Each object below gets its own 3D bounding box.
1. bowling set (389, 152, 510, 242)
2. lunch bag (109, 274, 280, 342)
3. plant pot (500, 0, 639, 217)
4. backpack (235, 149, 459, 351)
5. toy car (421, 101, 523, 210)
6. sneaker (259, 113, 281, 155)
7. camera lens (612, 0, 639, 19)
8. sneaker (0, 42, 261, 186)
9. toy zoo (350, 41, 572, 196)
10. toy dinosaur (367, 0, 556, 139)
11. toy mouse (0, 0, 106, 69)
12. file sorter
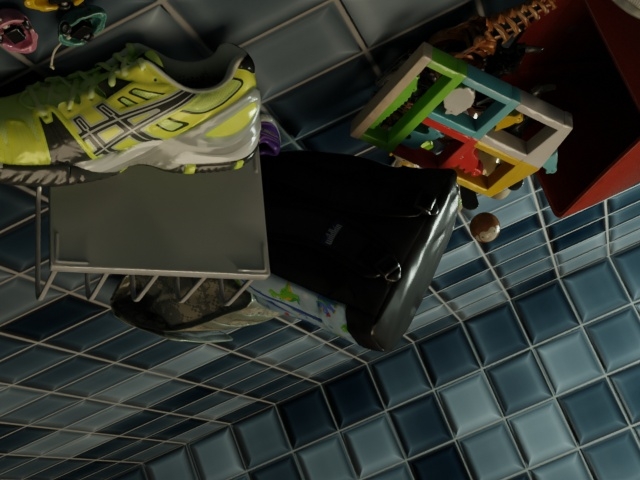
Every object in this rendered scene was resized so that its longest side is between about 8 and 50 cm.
[{"bbox_3d":[0.278,-0.112,1.835,0.287,0.199,0.154,-24,161,-6],"label":"bowling set"},{"bbox_3d":[-0.203,0.097,1.912,0.287,0.168,0.235,-21,167,22],"label":"lunch bag"},{"bbox_3d":[0.455,-0.224,1.566,0.236,0.267,0.267,-11,159,-21],"label":"plant pot"},{"bbox_3d":[0.000,0.000,1.579,0.290,0.356,0.273,-63,160,-22],"label":"backpack"},{"bbox_3d":[0.237,-0.146,1.685,0.155,0.188,0.149,-25,162,8],"label":"toy car"},{"bbox_3d":[-0.133,-0.131,1.491,0.170,0.071,0.068,-14,160,-20],"label":"sneaker"},{"bbox_3d":[0.428,-0.386,1.179,0.219,0.219,0.274,-20,161,-8],"label":"camera lens"},{"bbox_3d":[-0.253,-0.160,1.235,0.385,0.145,0.147,-10,127,-27],"label":"sneaker"},{"bbox_3d":[0.215,-0.155,1.495,0.293,0.030,0.192,22,141,-21],"label":"toy zoo"},{"bbox_3d":[0.207,-0.232,1.500,0.218,0.164,0.322,14,165,-35],"label":"toy dinosaur"},{"bbox_3d":[-0.285,-0.229,1.103,0.161,0.031,0.143,-16,161,-16],"label":"toy mouse"},{"bbox_3d":[-0.232,-0.019,1.412,0.278,0.192,0.173,3,157,-22],"label":"file sorter"}]
